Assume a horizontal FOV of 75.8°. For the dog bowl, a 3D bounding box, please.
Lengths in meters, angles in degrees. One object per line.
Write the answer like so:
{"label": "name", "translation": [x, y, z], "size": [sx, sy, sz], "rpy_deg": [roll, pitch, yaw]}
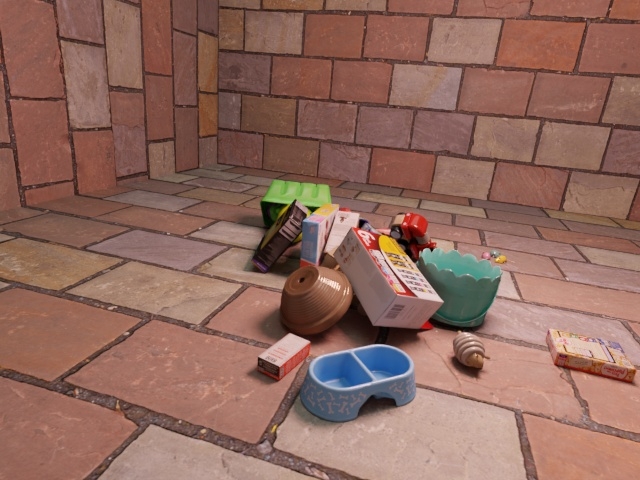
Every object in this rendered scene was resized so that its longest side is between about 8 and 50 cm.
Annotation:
{"label": "dog bowl", "translation": [0.097, 0.326, 0.980], "size": [0.296, 0.074, 0.166], "rpy_deg": [-3, 20, -25]}

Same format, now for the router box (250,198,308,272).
{"label": "router box", "translation": [-0.161, -0.028, 1.702], "size": [0.081, 0.243, 0.309], "rpy_deg": [39, 14, -11]}

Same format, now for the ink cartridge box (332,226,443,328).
{"label": "ink cartridge box", "translation": [0.228, 0.120, 1.305], "size": [0.271, 0.130, 0.310], "rpy_deg": [13, 32, -36]}

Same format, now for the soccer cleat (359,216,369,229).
{"label": "soccer cleat", "translation": [0.108, -0.045, 1.962], "size": [0.288, 0.094, 0.121], "rpy_deg": [-23, 13, -27]}

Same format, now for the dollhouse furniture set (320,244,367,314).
{"label": "dollhouse furniture set", "translation": [0.107, 0.158, 1.454], "size": [0.242, 0.161, 0.212], "rpy_deg": [34, 26, 13]}

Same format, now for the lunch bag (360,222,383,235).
{"label": "lunch bag", "translation": [0.248, 0.013, 1.805], "size": [0.176, 0.090, 0.219], "rpy_deg": [40, 7, -7]}

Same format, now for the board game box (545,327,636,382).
{"label": "board game box", "translation": [0.777, 0.328, 1.196], "size": [0.193, 0.045, 0.147], "rpy_deg": [11, 20, 17]}

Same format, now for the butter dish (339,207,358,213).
{"label": "butter dish", "translation": [0.142, -0.108, 2.112], "size": [0.118, 0.160, 0.160], "rpy_deg": [-25, 15, 12]}

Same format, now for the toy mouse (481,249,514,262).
{"label": "toy mouse", "translation": [0.835, 0.070, 1.999], "size": [0.160, 0.031, 0.143], "rpy_deg": [-1, 19, -16]}

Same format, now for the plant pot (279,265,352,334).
{"label": "plant pot", "translation": [-0.031, 0.153, 1.225], "size": [0.237, 0.110, 0.238], "rpy_deg": [-20, 34, 15]}

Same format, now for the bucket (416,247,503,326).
{"label": "bucket", "translation": [0.452, 0.155, 1.389], "size": [0.280, 0.183, 0.281], "rpy_deg": [8, 16, -2]}

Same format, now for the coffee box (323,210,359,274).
{"label": "coffee box", "translation": [0.087, 0.016, 1.651], "size": [0.098, 0.141, 0.247], "rpy_deg": [9, 46, 11]}

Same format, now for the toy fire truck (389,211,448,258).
{"label": "toy fire truck", "translation": [0.441, 0.000, 1.766], "size": [0.246, 0.217, 0.159], "rpy_deg": [0, 45, 34]}

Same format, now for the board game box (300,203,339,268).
{"label": "board game box", "translation": [0.000, 0.000, 1.659], "size": [0.064, 0.243, 0.316], "rpy_deg": [9, 18, 14]}

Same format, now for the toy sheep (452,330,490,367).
{"label": "toy sheep", "translation": [0.409, 0.298, 1.131], "size": [0.091, 0.091, 0.132], "rpy_deg": [2, 24, -10]}

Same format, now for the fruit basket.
{"label": "fruit basket", "translation": [-0.118, -0.108, 2.044], "size": [0.391, 0.283, 0.393], "rpy_deg": [0, 61, -1]}

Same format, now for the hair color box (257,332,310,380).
{"label": "hair color box", "translation": [-0.093, 0.297, 1.062], "size": [0.071, 0.043, 0.141], "rpy_deg": [15, 20, 28]}

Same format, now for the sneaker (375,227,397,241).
{"label": "sneaker", "translation": [0.360, -0.019, 2.010], "size": [0.313, 0.116, 0.136], "rpy_deg": [7, 17, 6]}
